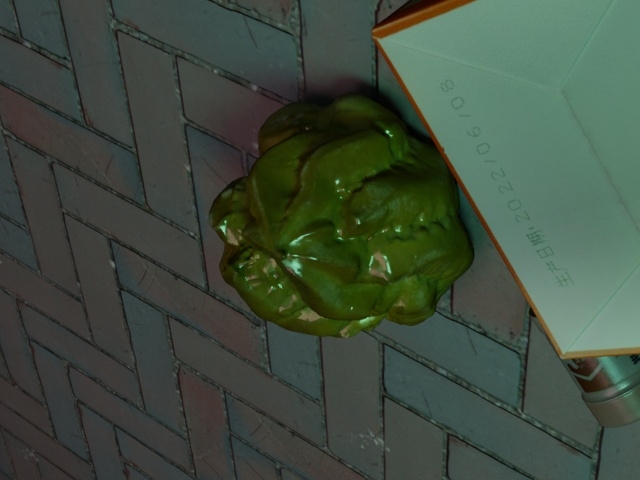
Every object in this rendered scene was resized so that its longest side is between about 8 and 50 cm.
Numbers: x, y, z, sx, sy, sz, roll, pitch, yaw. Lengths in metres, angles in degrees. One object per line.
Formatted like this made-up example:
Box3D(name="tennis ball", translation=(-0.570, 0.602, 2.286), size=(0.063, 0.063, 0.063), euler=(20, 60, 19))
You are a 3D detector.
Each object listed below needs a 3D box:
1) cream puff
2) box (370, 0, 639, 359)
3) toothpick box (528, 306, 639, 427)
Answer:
Box3D(name="cream puff", translation=(-0.001, 0.001, 1.499), size=(0.324, 0.257, 0.291), euler=(-3, 117, 50))
Box3D(name="box", translation=(0.291, -0.121, 1.041), size=(0.318, 0.257, 0.349), euler=(-13, 114, 54))
Box3D(name="toothpick box", translation=(0.304, 0.114, 1.398), size=(0.149, 0.098, 0.098), euler=(56, 146, -9))
